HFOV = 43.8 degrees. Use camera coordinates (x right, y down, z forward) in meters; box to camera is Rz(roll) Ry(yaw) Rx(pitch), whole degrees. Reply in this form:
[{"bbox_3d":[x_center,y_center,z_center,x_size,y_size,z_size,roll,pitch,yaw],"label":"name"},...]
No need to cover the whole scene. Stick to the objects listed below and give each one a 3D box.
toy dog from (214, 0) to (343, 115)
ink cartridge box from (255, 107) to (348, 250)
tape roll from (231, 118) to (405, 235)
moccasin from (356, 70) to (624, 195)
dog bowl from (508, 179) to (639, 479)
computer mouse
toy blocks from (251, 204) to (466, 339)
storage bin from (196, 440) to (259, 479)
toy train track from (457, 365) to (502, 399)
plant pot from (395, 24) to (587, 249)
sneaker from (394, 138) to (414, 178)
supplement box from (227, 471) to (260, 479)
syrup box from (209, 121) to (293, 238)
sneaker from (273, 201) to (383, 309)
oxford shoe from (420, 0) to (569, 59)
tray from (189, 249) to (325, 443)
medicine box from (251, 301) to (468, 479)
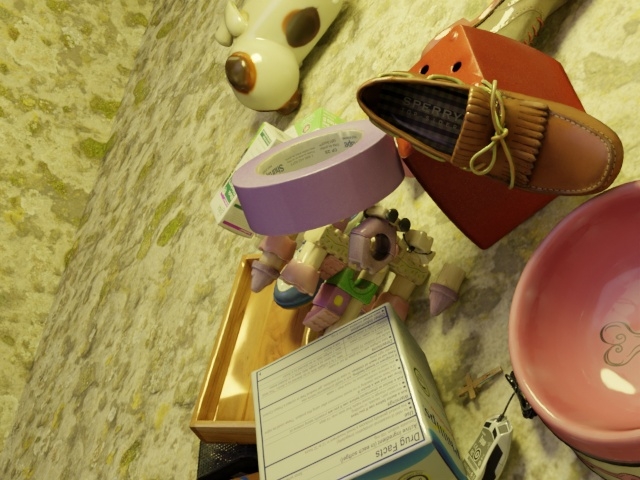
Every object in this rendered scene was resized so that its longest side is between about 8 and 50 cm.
[{"bbox_3d":[-0.101,-0.532,2.103,0.396,0.285,0.407,21,86,40],"label":"toy dog"},{"bbox_3d":[-0.032,-0.132,1.809,0.198,0.115,0.272,-26,48,45],"label":"ink cartridge box"},{"bbox_3d":[-0.004,-0.108,1.313,0.275,0.090,0.275,-19,20,7],"label":"tape roll"},{"bbox_3d":[0.221,-0.156,1.092,0.380,0.147,0.139,30,112,27],"label":"moccasin"},{"bbox_3d":[0.410,0.103,0.983,0.408,0.150,0.407,-33,43,38],"label":"dog bowl"},{"bbox_3d":[0.259,0.290,1.155,0.192,0.042,0.106,-63,11,7],"label":"computer mouse"},{"bbox_3d":[0.052,0.102,1.366,0.309,0.289,0.260,12,71,55],"label":"toy blocks"},{"bbox_3d":[-0.149,0.425,1.567,0.180,0.122,0.084,-36,41,36],"label":"storage bin"},{"bbox_3d":[0.252,0.223,1.248,0.083,0.014,0.048,-39,32,24],"label":"toy train track"},{"bbox_3d":[0.261,-0.194,1.327,0.267,0.236,0.267,-42,38,31],"label":"plant pot"},{"bbox_3d":[0.212,-0.233,1.572,0.236,0.095,0.104,-54,9,4],"label":"sneaker"},{"bbox_3d":[-0.148,0.491,1.510,0.234,0.080,0.078,-23,61,26],"label":"supplement box"},{"bbox_3d":[-0.141,-0.130,1.764,0.236,0.096,0.093,-53,34,16],"label":"syrup box"},{"bbox_3d":[0.000,0.000,1.561,0.112,0.131,0.296,27,68,38],"label":"sneaker"},{"bbox_3d":[0.357,-0.377,1.437,0.348,0.123,0.130,-35,61,18],"label":"oxford shoe"},{"bbox_3d":[-0.100,0.200,1.568,0.203,0.076,0.410,-5,48,21],"label":"tray"},{"bbox_3d":[0.049,0.285,1.214,0.264,0.149,0.289,-28,36,12],"label":"medicine box"}]
